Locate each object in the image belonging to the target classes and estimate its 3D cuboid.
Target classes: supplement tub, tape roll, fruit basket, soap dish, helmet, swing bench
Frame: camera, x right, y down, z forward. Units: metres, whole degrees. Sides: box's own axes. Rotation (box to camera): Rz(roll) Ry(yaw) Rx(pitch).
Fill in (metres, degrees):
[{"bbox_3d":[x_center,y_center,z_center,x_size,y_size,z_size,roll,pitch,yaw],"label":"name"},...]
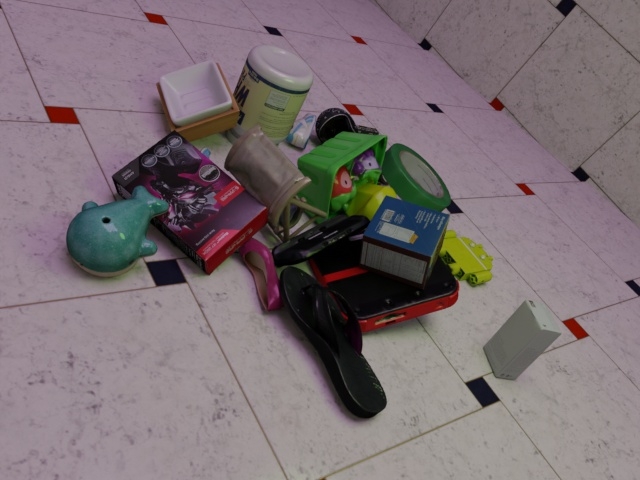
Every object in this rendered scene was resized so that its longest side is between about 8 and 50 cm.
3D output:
[{"bbox_3d":[-0.187,-0.481,2.050,0.235,0.325,0.235,19,37,-15],"label":"supplement tub"},{"bbox_3d":[0.368,-0.235,2.293,0.321,0.077,0.321,33,31,-23],"label":"tape roll"},{"bbox_3d":[0.137,-0.170,1.972,0.391,0.283,0.392,6,36,-5],"label":"fruit basket"},{"bbox_3d":[-0.411,-0.465,1.984,0.228,0.118,0.291,-20,53,-7],"label":"soap dish"},{"bbox_3d":[0.059,-0.438,2.308,0.161,0.169,0.169,51,37,-3],"label":"helmet"},{"bbox_3d":[-0.139,-0.154,1.720,0.253,0.165,0.255,48,-6,25],"label":"swing bench"}]

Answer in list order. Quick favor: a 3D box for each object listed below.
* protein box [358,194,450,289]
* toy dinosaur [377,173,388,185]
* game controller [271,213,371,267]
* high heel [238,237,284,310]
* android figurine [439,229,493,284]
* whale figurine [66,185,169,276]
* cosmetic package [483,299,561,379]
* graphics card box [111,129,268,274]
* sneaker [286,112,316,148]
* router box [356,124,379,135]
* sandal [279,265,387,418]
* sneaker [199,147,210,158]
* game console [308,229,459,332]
[{"bbox_3d":[0.244,0.002,1.714,0.201,0.136,0.200,19,45,15],"label":"protein box"},{"bbox_3d":[0.164,-0.290,2.246,0.313,0.121,0.160,5,56,-25],"label":"toy dinosaur"},{"bbox_3d":[0.000,0.000,1.709,0.319,0.067,0.166,-29,23,-36],"label":"game controller"},{"bbox_3d":[-0.174,0.086,1.593,0.244,0.082,0.117,50,39,12],"label":"high heel"},{"bbox_3d":[0.516,0.060,2.127,0.272,0.056,0.248,-5,48,-37],"label":"android figurine"},{"bbox_3d":[-0.484,-0.042,1.427,0.216,0.141,0.272,34,54,5],"label":"whale figurine"},{"bbox_3d":[0.590,0.295,1.739,0.085,0.231,0.117,13,40,-23],"label":"cosmetic package"},{"bbox_3d":[-0.354,-0.111,1.610,0.371,0.094,0.233,40,66,14],"label":"graphics card box"},{"bbox_3d":[-0.076,-0.439,2.285,0.092,0.087,0.229,21,34,-5],"label":"sneaker"},{"bbox_3d":[0.168,-0.424,2.431,0.122,0.092,0.038,3,43,-32],"label":"router box"},{"bbox_3d":[0.048,0.230,1.506,0.167,0.107,0.446,-1,51,-51],"label":"sandal"},{"bbox_3d":[-0.372,-0.228,1.858,0.073,0.063,0.162,36,36,-23],"label":"sneaker"},{"bbox_3d":[0.185,0.095,1.753,0.386,0.060,0.342,-13,46,-18],"label":"game console"}]
